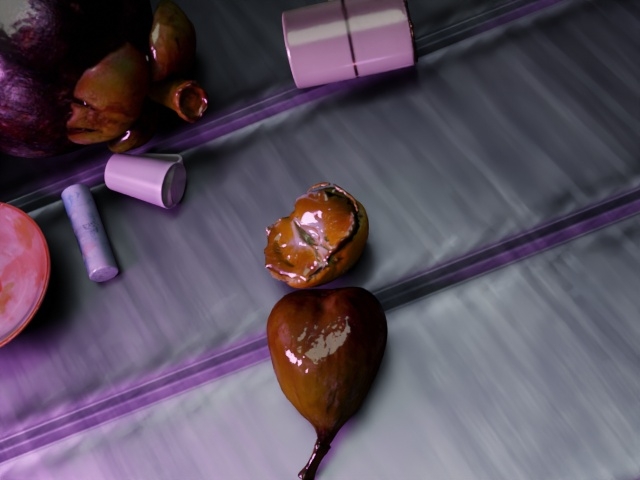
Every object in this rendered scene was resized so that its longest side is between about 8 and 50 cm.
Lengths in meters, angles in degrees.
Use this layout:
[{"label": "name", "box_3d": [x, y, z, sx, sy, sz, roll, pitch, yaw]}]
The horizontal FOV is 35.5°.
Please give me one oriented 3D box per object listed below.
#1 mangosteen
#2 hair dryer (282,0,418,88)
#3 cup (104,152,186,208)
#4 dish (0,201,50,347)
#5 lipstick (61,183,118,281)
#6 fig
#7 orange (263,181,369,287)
[{"label": "mangosteen", "box_3d": [-0.377, -0.304, 1.527, 0.435, 0.382, 0.382, 5, 68, -2]}, {"label": "hair dryer", "box_3d": [0.035, -0.421, 1.642, 0.203, 0.128, 0.362, -11, 59, 6]}, {"label": "cup", "box_3d": [-0.269, -0.107, 1.587, 0.116, 0.074, 0.104, 15, 47, 20]}, {"label": "dish", "box_3d": [-0.527, 0.073, 1.542, 0.260, 0.085, 0.260, -3, 65, 7]}, {"label": "lipstick", "box_3d": [-0.362, -0.012, 1.568, 0.048, 0.048, 0.158, -24, 66, -1]}, {"label": "fig", "box_3d": [0.001, 0.196, 1.381, 0.170, 0.145, 0.274, 4, 82, 13]}, {"label": "orange", "box_3d": [0.000, 0.000, 1.467, 0.170, 0.112, 0.160, 1, 70, 46]}]
